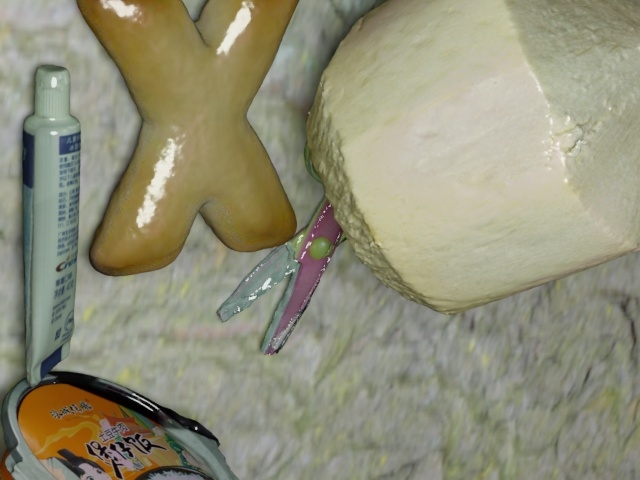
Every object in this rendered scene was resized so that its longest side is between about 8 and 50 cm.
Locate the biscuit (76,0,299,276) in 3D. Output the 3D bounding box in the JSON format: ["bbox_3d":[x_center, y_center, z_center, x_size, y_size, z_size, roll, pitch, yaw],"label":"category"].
[{"bbox_3d":[-0.083,-0.082,1.088,0.164,0.047,0.207,-12,115,-31],"label":"biscuit"}]

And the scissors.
[{"bbox_3d":[0.000,0.000,1.200,0.133,0.020,0.187,41,85,-33],"label":"scissors"}]

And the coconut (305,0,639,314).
[{"bbox_3d":[0.134,-0.082,1.085,0.244,0.239,0.239,-28,136,29],"label":"coconut"}]

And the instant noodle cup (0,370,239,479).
[{"bbox_3d":[-0.161,0.191,1.096,0.208,0.177,0.125,11,119,-49],"label":"instant noodle cup"}]

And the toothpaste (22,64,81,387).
[{"bbox_3d":[-0.178,-0.010,1.061,0.062,0.037,0.216,-41,139,-61],"label":"toothpaste"}]
